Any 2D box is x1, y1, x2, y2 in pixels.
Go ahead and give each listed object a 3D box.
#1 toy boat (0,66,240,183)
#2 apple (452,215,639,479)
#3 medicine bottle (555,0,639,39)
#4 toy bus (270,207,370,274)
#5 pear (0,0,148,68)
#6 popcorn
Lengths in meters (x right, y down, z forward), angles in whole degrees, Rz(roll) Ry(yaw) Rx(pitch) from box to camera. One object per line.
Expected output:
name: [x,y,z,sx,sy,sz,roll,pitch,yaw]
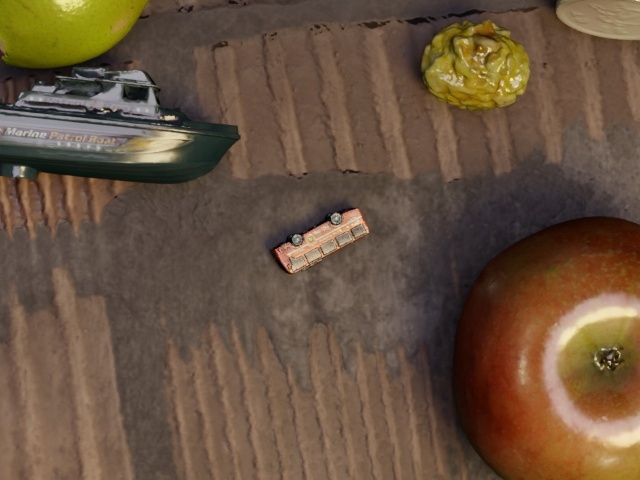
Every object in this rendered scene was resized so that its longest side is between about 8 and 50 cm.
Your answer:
toy boat: [-0.232,-0.123,1.485,0.296,0.114,0.122,2,93,-9]
apple: [0.294,0.130,1.470,0.319,0.277,0.319,1,84,-8]
medicine bottle: [0.358,-0.389,1.585,0.170,0.170,0.293,13,82,-8]
toy bus: [0.000,0.000,1.556,0.110,0.031,0.043,-28,97,-12]
pear: [-0.270,-0.283,1.463,0.219,0.187,0.187,-37,92,-13]
popcorn: [0.176,-0.201,1.568,0.120,0.116,0.106,5,71,32]
